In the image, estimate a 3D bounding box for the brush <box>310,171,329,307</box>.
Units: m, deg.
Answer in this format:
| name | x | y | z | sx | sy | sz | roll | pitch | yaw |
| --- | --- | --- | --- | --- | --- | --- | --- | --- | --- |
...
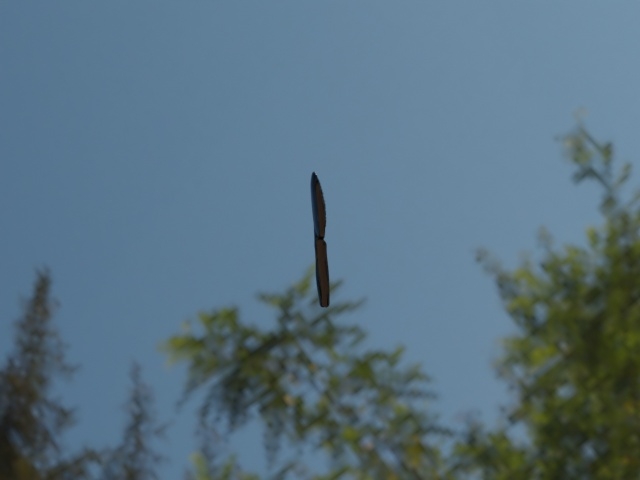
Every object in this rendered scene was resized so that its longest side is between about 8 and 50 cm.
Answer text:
| name | x | y | z | sx | sy | sz | roll | pitch | yaw |
| --- | --- | --- | --- | --- | --- | --- | --- | --- | --- |
| brush | 0.000 | 0.000 | 1.059 | 0.008 | 0.024 | 0.083 | -7 | -68 | -8 |
